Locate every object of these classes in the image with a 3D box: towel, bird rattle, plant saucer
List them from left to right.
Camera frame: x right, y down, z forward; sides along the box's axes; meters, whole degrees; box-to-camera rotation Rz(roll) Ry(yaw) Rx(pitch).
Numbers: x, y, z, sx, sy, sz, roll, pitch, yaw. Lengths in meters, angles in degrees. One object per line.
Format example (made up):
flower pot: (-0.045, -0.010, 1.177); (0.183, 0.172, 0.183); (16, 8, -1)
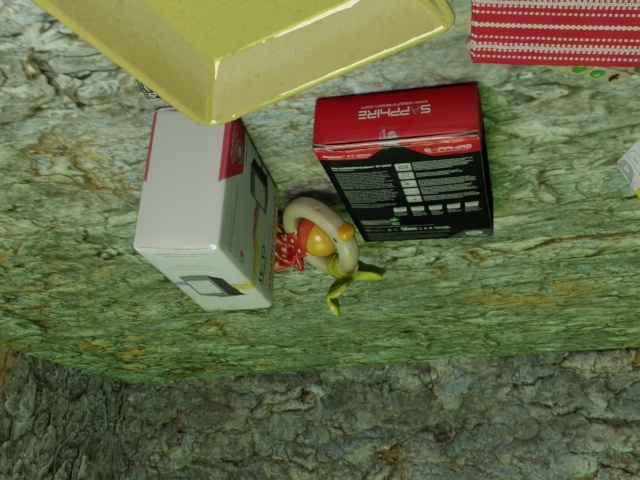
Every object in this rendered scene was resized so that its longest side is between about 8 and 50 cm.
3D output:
plant saucer: (-0.076, -0.269, 0.790); (0.333, 0.081, 0.333); (-17, 153, 23)
bird rattle: (0.000, 0.000, 1.434); (0.143, 0.253, 0.207); (-34, 146, -25)
towel: (0.236, -0.256, 0.699); (0.199, 0.031, 0.275); (4, 151, 10)

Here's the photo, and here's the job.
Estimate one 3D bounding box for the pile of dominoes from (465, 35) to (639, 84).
pile of dominoes: (0.328, -0.242, 0.934); (0.251, 0.040, 0.196); (8, 158, -18)

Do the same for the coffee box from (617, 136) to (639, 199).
coffee box: (0.592, -0.071, 0.801); (0.338, 0.334, 0.337); (-22, 163, -12)

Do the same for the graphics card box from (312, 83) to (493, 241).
graphics card box: (0.144, -0.103, 1.231); (0.233, 0.094, 0.371); (-4, 158, 15)

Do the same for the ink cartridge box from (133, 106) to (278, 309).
ink cartridge box: (-0.163, -0.038, 1.239); (0.131, 0.226, 0.306); (-2, 160, 12)

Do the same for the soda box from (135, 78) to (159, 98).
soda box: (-0.207, -0.238, 0.949); (0.053, 0.060, 0.169); (-2, 159, 5)
